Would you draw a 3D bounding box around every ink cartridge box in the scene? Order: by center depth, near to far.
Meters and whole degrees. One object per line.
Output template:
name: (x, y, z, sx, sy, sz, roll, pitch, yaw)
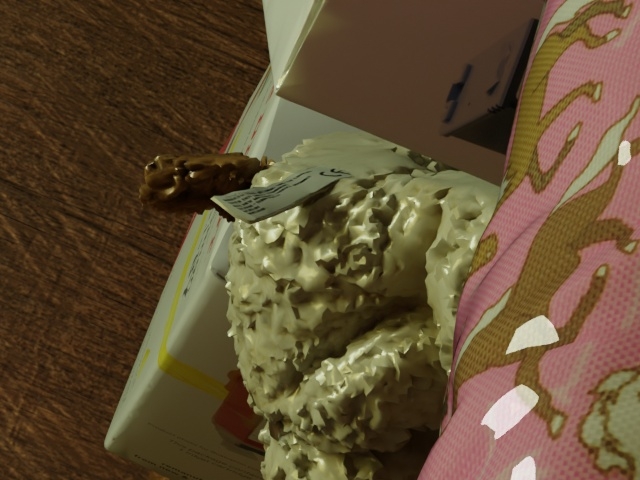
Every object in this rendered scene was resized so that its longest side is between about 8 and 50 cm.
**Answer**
ink cartridge box: (0.078, -0.081, 0.781, 0.139, 0.191, 0.082, -98, 31, -63)
ink cartridge box: (0.000, 0.000, 1.329, 0.384, 0.160, 0.279, 127, 165, -64)

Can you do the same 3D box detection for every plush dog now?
plush dog: (0.026, 0.069, 0.902, 0.262, 0.211, 0.225, -84, -8, -75)

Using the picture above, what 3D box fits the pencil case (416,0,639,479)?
pencil case: (0.110, -0.014, 0.503, 0.160, 0.167, 0.386, 88, -161, -54)
